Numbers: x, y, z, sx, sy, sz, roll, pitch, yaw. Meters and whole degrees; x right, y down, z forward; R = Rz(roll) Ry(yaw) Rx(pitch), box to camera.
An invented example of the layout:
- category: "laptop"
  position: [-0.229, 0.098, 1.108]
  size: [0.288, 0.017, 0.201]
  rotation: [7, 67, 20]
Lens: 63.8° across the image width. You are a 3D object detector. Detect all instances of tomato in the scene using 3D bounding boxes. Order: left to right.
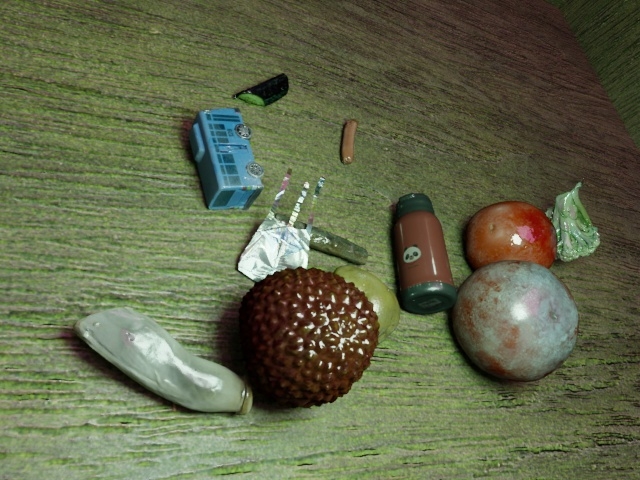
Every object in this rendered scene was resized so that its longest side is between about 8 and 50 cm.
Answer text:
- category: "tomato"
  position: [0.570, 0.008, 1.527]
  size: [0.265, 0.265, 0.264]
  rotation: [16, 54, -24]
- category: "tomato"
  position: [0.502, 0.203, 1.338]
  size: [0.317, 0.282, 0.316]
  rotation: [6, 74, -21]

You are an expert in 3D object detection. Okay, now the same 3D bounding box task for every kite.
- category: "kite"
  position: [-0.084, -0.034, 1.212]
  size: [0.169, 0.015, 0.309]
  rotation: [19, 74, -23]

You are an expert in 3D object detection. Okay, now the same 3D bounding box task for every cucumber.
- category: "cucumber"
  position: [-0.153, -0.429, 1.478]
  size: [0.070, 0.046, 0.220]
  rotation: [51, 47, -5]

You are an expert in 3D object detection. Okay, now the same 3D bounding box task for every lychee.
- category: "lychee"
  position: [-0.030, 0.186, 1.016]
  size: [0.276, 0.304, 0.275]
  rotation: [23, 63, -56]

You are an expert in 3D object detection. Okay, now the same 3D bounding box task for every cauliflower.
- category: "cauliflower"
  position: [0.827, -0.069, 1.734]
  size: [0.256, 0.239, 0.315]
  rotation: [-36, 128, -44]

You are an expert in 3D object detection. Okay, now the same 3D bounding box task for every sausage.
- category: "sausage"
  position: [0.088, -0.305, 1.553]
  size: [0.043, 0.043, 0.186]
  rotation: [23, 51, -19]

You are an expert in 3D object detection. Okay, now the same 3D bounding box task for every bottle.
- category: "bottle"
  position: [0.272, 0.021, 1.391]
  size: [0.144, 0.144, 0.336]
  rotation: [15, 54, -25]

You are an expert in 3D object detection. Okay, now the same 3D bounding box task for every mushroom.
- category: "mushroom"
  position: [-0.279, 0.227, 0.941]
  size: [0.351, 0.097, 0.109]
  rotation: [35, 51, -14]

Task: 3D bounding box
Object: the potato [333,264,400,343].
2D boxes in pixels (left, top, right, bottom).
- category: "potato"
  position: [0.095, 0.146, 1.211]
  size: [0.157, 0.157, 0.194]
  rotation: [-14, 57, -38]

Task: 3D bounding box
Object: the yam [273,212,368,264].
- category: "yam"
  position: [0.000, 0.000, 1.288]
  size: [0.274, 0.061, 0.061]
  rotation: [20, 52, -22]

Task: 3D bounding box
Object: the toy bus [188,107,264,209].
- category: "toy bus"
  position: [-0.230, -0.198, 1.227]
  size: [0.134, 0.116, 0.234]
  rotation: [-6, 67, -32]
